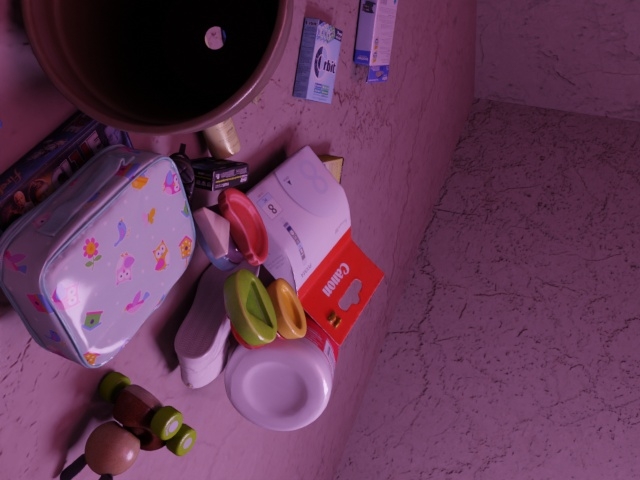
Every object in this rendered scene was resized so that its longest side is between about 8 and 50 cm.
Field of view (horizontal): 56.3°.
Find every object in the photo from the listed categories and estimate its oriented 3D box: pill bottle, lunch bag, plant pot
[{"bbox_3d":[-0.066,0.233,1.413,0.408,0.228,0.229,-70,166,-67],"label":"pill bottle"},{"bbox_3d":[-0.291,0.008,0.817,0.224,0.107,0.279,80,30,-42],"label":"lunch bag"},{"bbox_3d":[-0.179,-0.299,0.814,0.280,0.322,0.324,-46,148,-81],"label":"plant pot"}]

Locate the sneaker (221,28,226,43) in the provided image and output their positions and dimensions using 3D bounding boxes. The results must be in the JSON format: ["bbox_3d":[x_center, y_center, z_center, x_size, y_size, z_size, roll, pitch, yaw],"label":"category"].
[{"bbox_3d":[-0.129,-0.439,1.102,0.069,0.082,0.210,-32,134,-64],"label":"sneaker"}]

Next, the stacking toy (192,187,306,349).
[{"bbox_3d":[-0.166,0.071,1.080,0.309,0.130,0.279,66,14,2],"label":"stacking toy"}]

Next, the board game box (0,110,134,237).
[{"bbox_3d":[-0.349,-0.063,0.836,0.165,0.042,0.243,81,30,-46],"label":"board game box"}]

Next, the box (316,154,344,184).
[{"bbox_3d":[-0.008,-0.179,1.611,0.232,0.058,0.088,-29,130,-63],"label":"box"}]

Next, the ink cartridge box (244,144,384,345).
[{"bbox_3d":[0.000,0.000,1.371,0.091,0.385,0.308,-37,-172,39],"label":"ink cartridge box"}]

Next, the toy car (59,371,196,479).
[{"bbox_3d":[-0.335,0.347,1.003,0.188,0.155,0.149,-52,150,-28],"label":"toy car"}]

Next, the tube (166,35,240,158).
[{"bbox_3d":[-0.203,-0.258,1.066,0.070,0.062,0.240,-108,-177,-50],"label":"tube"}]

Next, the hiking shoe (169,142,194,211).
[{"bbox_3d":[-0.252,-0.048,1.022,0.114,0.086,0.227,-90,-160,-60],"label":"hiking shoe"}]

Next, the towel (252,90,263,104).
[{"bbox_3d":[-0.124,-0.349,1.203,0.148,0.027,0.110,99,10,-74],"label":"towel"}]

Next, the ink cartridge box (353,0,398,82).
[{"bbox_3d":[0.165,-0.627,1.758,0.185,0.065,0.311,-34,132,-60],"label":"ink cartridge box"}]

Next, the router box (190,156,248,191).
[{"bbox_3d":[-0.202,-0.124,1.101,0.122,0.092,0.038,-30,130,-62],"label":"router box"}]

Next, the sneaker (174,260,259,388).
[{"bbox_3d":[-0.220,0.167,1.264,0.169,0.108,0.293,102,12,-48],"label":"sneaker"}]

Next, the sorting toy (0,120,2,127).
[{"bbox_3d":[-0.393,-0.139,0.676,0.042,0.061,0.102,-145,-106,-76],"label":"sorting toy"}]

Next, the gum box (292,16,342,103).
[{"bbox_3d":[-0.005,-0.437,1.474,0.157,0.041,0.185,-19,122,-65],"label":"gum box"}]
